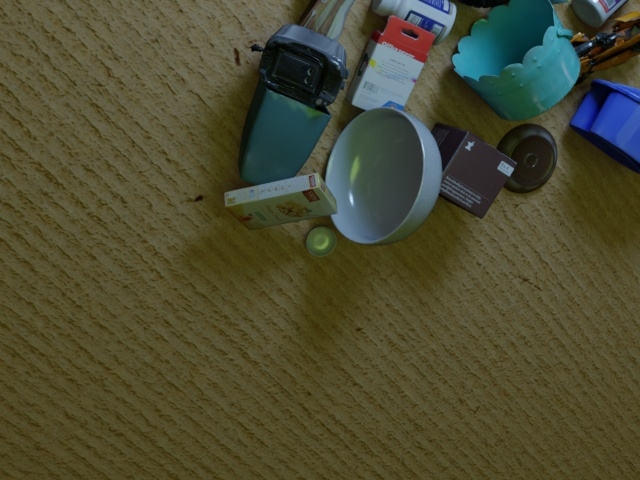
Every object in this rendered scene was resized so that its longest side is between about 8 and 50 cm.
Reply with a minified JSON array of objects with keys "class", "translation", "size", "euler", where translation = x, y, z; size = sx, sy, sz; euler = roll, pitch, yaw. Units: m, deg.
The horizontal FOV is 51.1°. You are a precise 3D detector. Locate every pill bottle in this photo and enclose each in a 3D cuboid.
[{"class":"pill bottle","translation":[0.226,-0.564,1.641],"size":[0.186,0.112,0.112],"euler":[18,101,-18]},{"class":"pill bottle","translation":[0.764,-0.662,1.748],"size":[0.193,0.108,0.108],"euler":[-43,111,0]}]

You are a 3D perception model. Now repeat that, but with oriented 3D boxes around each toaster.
[{"class":"toaster","translation":[-0.043,-0.408,1.531],"size":[0.226,0.146,0.129],"euler":[20,124,-3]}]

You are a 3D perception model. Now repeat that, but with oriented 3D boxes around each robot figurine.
[{"class":"robot figurine","translation":[0.753,-0.511,1.765],"size":[0.290,0.211,0.085],"euler":[-22,71,-3]}]

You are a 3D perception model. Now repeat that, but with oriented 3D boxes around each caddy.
[{"class":"caddy","translation":[0.849,-0.308,1.803],"size":[0.341,0.241,0.179],"euler":[30,104,-18]}]

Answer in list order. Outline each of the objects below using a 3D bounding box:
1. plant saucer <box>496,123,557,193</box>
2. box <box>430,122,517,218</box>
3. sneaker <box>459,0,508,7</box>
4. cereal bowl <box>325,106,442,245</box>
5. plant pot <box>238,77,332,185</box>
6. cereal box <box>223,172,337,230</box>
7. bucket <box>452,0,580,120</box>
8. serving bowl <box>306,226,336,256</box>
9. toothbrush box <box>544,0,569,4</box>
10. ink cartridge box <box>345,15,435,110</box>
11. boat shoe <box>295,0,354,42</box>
[{"class":"plant saucer","translation":[0.582,-0.225,1.869],"size":[0.198,0.036,0.199],"euler":[-4,108,-13]},{"class":"box","translation":[0.358,-0.185,1.736],"size":[0.168,0.203,0.167],"euler":[29,98,-19]},{"class":"sneaker","translation":[0.343,-0.656,1.630],"size":[0.286,0.109,0.130],"euler":[16,93,-6]},{"class":"cereal bowl","translation":[0.170,-0.149,1.649],"size":[0.141,0.339,0.339],"euler":[7,105,-40]},{"class":"plant pot","translation":[-0.105,-0.249,1.627],"size":[0.165,0.165,0.234],"euler":[19,112,-18]},{"class":"cereal box","translation":[-0.093,-0.091,1.633],"size":[0.240,0.173,0.048],"euler":[-10,69,14]},{"class":"bucket","translation":[0.491,-0.446,1.658],"size":[0.281,0.281,0.183],"euler":[-48,123,3]},{"class":"serving bowl","translation":[0.000,0.000,1.793],"size":[0.083,0.027,0.084],"euler":[-4,107,-12]},{"class":"toothbrush box","translation":[0.569,-0.730,1.628],"size":[0.122,0.206,0.283],"euler":[23,100,-18]},{"class":"ink cartridge box","translation":[0.172,-0.430,1.665],"size":[0.134,0.078,0.231],"euler":[18,111,-18]},{"class":"boat shoe","translation":[0.027,-0.597,1.579],"size":[0.116,0.123,0.325],"euler":[21,98,-17]}]
